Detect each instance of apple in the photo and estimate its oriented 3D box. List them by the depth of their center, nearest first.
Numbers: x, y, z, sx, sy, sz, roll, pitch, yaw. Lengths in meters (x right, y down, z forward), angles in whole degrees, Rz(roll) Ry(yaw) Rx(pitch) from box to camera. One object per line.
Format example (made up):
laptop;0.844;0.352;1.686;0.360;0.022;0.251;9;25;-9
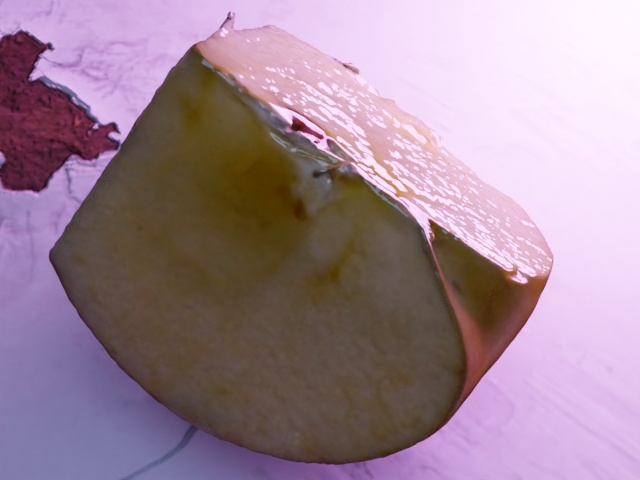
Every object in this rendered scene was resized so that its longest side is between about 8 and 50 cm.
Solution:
apple;0.000;0.000;1.341;0.309;0.252;0.314;40;65;6
